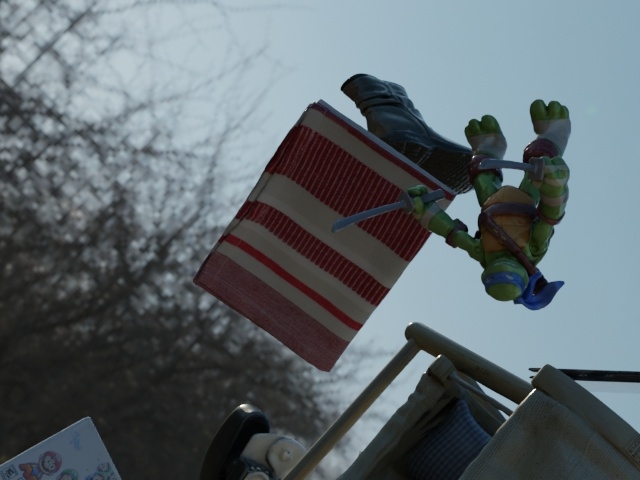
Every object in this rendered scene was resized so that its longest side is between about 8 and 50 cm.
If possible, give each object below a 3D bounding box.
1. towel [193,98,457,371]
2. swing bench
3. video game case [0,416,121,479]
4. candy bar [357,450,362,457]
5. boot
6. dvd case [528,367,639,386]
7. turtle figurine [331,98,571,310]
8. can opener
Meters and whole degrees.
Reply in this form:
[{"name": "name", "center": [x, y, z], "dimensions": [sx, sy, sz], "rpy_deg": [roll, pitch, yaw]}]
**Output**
[{"name": "towel", "center": [0.000, 0.000, 1.780], "dimensions": [0.237, 0.329, 0.037], "rpy_deg": [34, 24, -2]}, {"name": "swing bench", "center": [0.095, 0.219, 0.954], "dimensions": [0.165, 0.253, 0.254], "rpy_deg": [50, -16, -23]}, {"name": "video game case", "center": [-0.304, 0.315, 1.579], "dimensions": [0.019, 0.143, 0.157], "rpy_deg": [-24, -87, 52]}, {"name": "candy bar", "center": [0.097, 0.331, 1.639], "dimensions": [0.161, 0.018, 0.040], "rpy_deg": [52, 6, -2]}, {"name": "boot", "center": [0.146, -0.165, 1.918], "dimensions": [0.246, 0.083, 0.161], "rpy_deg": [16, 41, -43]}, {"name": "dvd case", "center": [0.372, 0.185, 1.716], "dimensions": [0.164, 0.018, 0.221], "rpy_deg": [0, -10, 18]}, {"name": "turtle figurine", "center": [0.200, -0.078, 1.537], "dimensions": [0.274, 0.266, 0.198], "rpy_deg": [30, -46, -11]}, {"name": "can opener", "center": [-0.100, 0.281, 1.124], "dimensions": [0.074, 0.280, 0.093], "rpy_deg": [31, -3, -30]}]
